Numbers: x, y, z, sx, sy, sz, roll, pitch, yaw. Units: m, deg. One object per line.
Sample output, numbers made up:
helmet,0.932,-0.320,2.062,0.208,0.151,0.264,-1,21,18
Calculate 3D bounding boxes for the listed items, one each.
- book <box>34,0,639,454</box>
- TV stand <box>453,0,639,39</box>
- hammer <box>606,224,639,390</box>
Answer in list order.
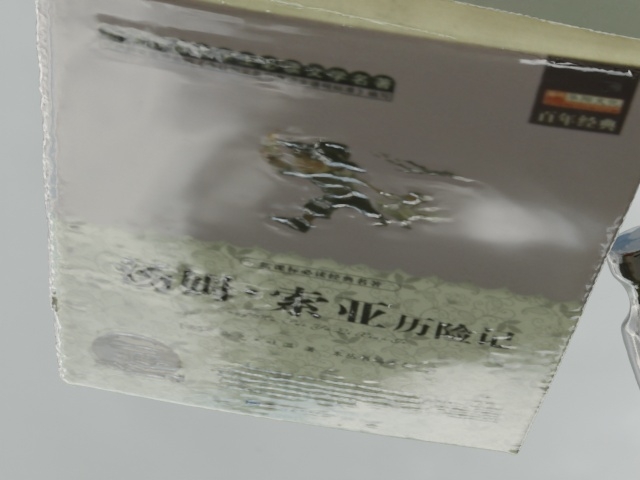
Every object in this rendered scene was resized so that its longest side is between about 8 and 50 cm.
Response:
book,0.000,0.000,0.439,0.127,0.182,0.014,10,-121,0
TV stand,0.082,-0.070,0.658,0.269,0.083,0.088,-44,-18,-32
hammer,0.283,0.118,0.923,0.044,0.440,0.168,-29,-65,-16
